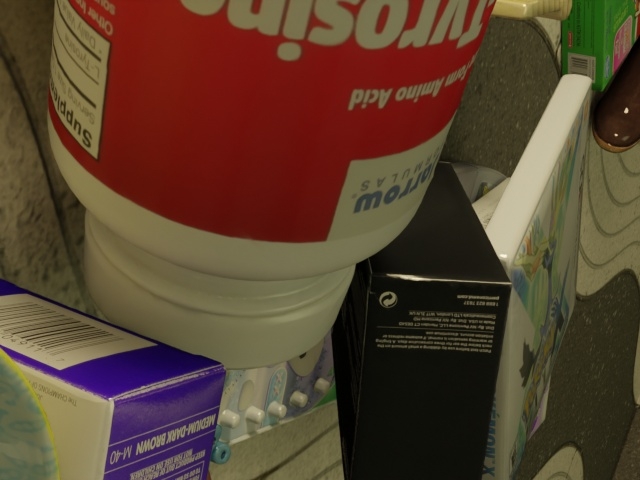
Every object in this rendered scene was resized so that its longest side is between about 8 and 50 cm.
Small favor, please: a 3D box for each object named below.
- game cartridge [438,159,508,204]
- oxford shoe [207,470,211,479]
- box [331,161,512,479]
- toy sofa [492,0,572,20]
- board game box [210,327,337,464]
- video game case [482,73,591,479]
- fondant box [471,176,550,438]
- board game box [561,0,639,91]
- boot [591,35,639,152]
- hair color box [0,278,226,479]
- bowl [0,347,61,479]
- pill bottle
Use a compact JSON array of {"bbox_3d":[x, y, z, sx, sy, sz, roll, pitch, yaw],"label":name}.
[{"bbox_3d":[0.178,0.005,1.248,0.294,0.060,0.196,16,87,-61],"label":"game cartridge"},{"bbox_3d":[-0.160,0.239,0.716,0.130,0.123,0.348,-22,122,-48],"label":"oxford shoe"},{"bbox_3d":[0.067,0.059,0.799,0.261,0.103,0.184,-95,-169,-67],"label":"box"},{"bbox_3d":[0.184,-0.396,0.942,0.177,0.150,0.362,-26,126,-52],"label":"toy sofa"},{"bbox_3d":[0.000,0.000,0.936,0.390,0.050,0.390,-7,111,-59],"label":"board game box"},{"bbox_3d":[0.210,0.043,0.986,0.329,0.036,0.300,-54,147,-47],"label":"video game case"},{"bbox_3d":[0.201,0.118,1.196,0.238,0.096,0.330,-32,132,-50],"label":"fondant box"},{"bbox_3d":[0.441,-0.406,1.470,0.316,0.064,0.242,-51,144,-34],"label":"board game box"},{"bbox_3d":[0.511,-0.278,1.586,0.248,0.090,0.207,-56,163,-32],"label":"boot"},{"bbox_3d":[-0.182,0.210,0.591,0.110,0.185,0.338,-5,110,-61],"label":"hair color box"},{"bbox_3d":[-0.271,0.135,0.417,0.289,0.156,0.289,-28,127,-46],"label":"bowl"},{"bbox_3d":[-0.026,-0.129,0.546,0.229,0.229,0.407,-38,153,-46],"label":"pill bottle"}]
